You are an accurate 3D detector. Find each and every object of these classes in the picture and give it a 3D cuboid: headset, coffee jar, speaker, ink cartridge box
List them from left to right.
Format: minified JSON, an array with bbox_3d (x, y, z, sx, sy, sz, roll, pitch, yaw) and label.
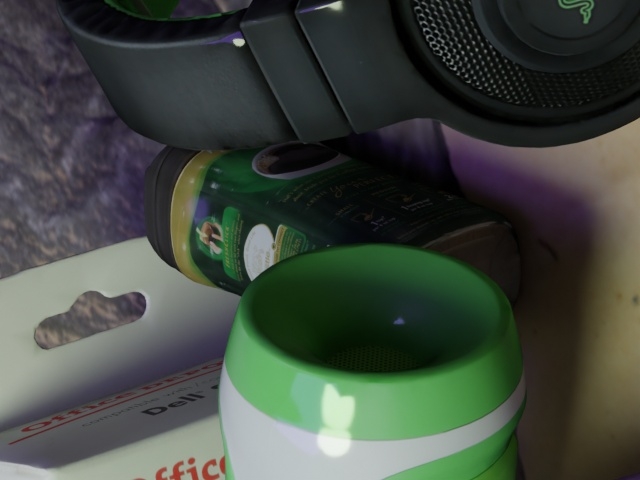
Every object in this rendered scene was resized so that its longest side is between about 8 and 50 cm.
[{"bbox_3d":[-0.059,0.177,0.961,0.119,0.207,0.354,1,105,53],"label":"ink cartridge box"},{"bbox_3d":[0.000,0.000,0.911,0.184,0.096,0.079,27,125,43],"label":"coffee jar"},{"bbox_3d":[0.020,0.155,0.814,0.131,0.131,0.297,29,130,41],"label":"speaker"},{"bbox_3d":[0.076,-0.162,0.654,0.394,0.243,0.185,-13,124,23],"label":"headset"}]

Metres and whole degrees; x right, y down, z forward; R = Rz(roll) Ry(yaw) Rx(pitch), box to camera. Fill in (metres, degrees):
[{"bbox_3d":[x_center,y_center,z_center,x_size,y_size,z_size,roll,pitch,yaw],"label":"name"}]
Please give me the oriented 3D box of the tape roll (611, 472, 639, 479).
[{"bbox_3d":[0.175,0.217,0.723,0.275,0.090,0.275,167,90,-72],"label":"tape roll"}]
